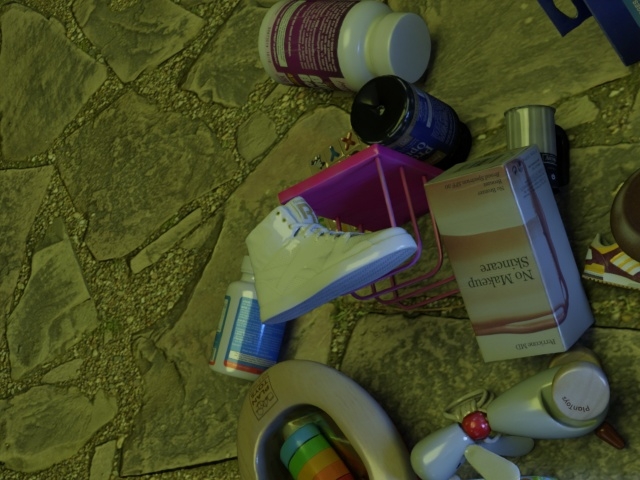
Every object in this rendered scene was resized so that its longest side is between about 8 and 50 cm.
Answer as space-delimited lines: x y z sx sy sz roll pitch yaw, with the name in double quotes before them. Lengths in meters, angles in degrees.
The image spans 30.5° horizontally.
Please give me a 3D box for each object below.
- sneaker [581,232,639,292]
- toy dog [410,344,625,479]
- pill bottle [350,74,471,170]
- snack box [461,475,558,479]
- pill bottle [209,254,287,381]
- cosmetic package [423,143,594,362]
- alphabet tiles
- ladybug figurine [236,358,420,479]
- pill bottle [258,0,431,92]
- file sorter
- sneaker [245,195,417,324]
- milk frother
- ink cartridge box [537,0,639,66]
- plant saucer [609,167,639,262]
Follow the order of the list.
"sneaker" 0.480 0.036 1.750 0.185 0.069 0.084 12 87 38
"toy dog" 0.316 0.293 1.755 0.334 0.220 0.161 -33 90 36
"pill bottle" 0.159 -0.190 1.972 0.123 0.219 0.122 -12 70 37
"snack box" 0.278 0.468 1.791 0.174 0.070 0.207 -11 72 37
"pill bottle" -0.123 0.145 2.168 0.124 0.124 0.221 11 85 40
"cosmetic package" 0.287 0.021 1.782 0.153 0.129 0.296 -15 100 36
"alphabet tiles" 0.034 -0.089 2.183 0.237 0.009 0.198 -34 59 26
"ladybug figurine" 0.025 0.388 1.955 0.305 0.162 0.449 -48 54 19
"pill bottle" 0.045 -0.356 2.144 0.301 0.169 0.169 11 85 41
"file sorter" 0.112 -0.006 1.916 0.202 0.291 0.182 -25 66 32
"sneaker" 0.000 0.000 1.754 0.292 0.108 0.169 -26 72 33
"milk frother" 0.320 -0.133 1.887 0.143 0.129 0.134 -7 77 31
"ink cartridge box" 0.507 -0.441 1.718 0.395 0.270 0.151 -24 31 33
"plant saucer" 0.520 -0.053 1.725 0.199 0.036 0.198 -16 54 23
